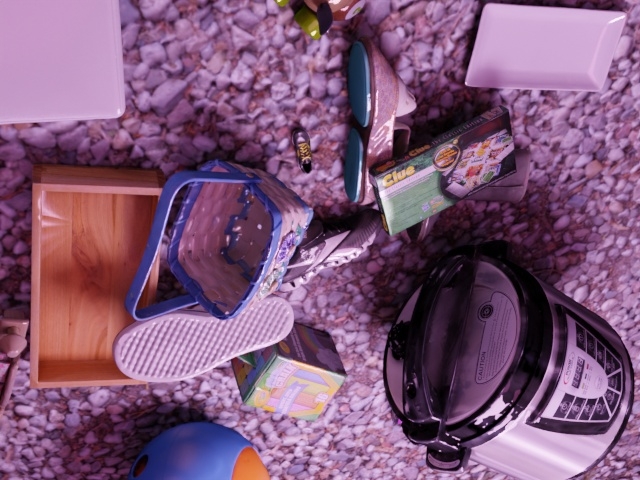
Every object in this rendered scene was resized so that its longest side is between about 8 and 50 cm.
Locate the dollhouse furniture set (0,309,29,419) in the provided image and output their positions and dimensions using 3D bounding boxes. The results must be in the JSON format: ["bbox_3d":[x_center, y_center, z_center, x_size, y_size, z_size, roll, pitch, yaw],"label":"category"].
[{"bbox_3d":[-0.645,0.231,1.346,0.303,0.174,0.356,9,129,-25],"label":"dollhouse furniture set"}]

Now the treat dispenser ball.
[{"bbox_3d":[-0.236,0.498,1.627,0.288,0.288,0.288,-9,125,-12],"label":"treat dispenser ball"}]

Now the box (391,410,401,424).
[{"bbox_3d":[0.238,0.343,1.825,0.162,0.029,0.116,-8,137,-12],"label":"box"}]

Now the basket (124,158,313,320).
[{"bbox_3d":[-0.161,-0.004,1.328,0.288,0.201,0.255,-8,132,-47],"label":"basket"}]

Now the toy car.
[{"bbox_3d":[0.022,-0.355,1.187,0.155,0.188,0.149,-43,125,13],"label":"toy car"}]

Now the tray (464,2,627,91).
[{"bbox_3d":[0.376,-0.327,1.420,0.270,0.030,0.145,-1,124,-17],"label":"tray"}]

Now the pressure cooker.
[{"bbox_3d":[0.318,0.233,1.550,0.420,0.370,0.375,29,113,-31],"label":"pressure cooker"}]

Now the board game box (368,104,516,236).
[{"bbox_3d":[0.212,-0.117,1.425,0.259,0.030,0.136,-26,133,-10],"label":"board game box"}]

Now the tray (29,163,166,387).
[{"bbox_3d":[-0.382,0.069,1.421,0.202,0.076,0.411,1,122,-18],"label":"tray"}]

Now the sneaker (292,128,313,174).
[{"bbox_3d":[-0.025,-0.148,1.409,0.031,0.035,0.083,-18,127,-7],"label":"sneaker"}]

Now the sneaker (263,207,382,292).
[{"bbox_3d":[0.000,0.000,1.493,0.234,0.078,0.106,-30,130,6],"label":"sneaker"}]

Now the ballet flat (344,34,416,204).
[{"bbox_3d":[0.099,-0.199,1.381,0.106,0.108,0.316,-12,136,-15],"label":"ballet flat"}]

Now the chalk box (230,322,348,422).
[{"bbox_3d":[-0.082,0.236,1.596,0.213,0.132,0.132,21,115,-28],"label":"chalk box"}]

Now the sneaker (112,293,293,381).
[{"bbox_3d":[-0.215,0.159,1.468,0.321,0.127,0.126,-10,104,-28],"label":"sneaker"}]

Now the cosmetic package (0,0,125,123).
[{"bbox_3d":[-0.405,-0.372,0.948,0.327,0.329,0.394,-6,124,-15],"label":"cosmetic package"}]

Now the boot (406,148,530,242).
[{"bbox_3d":[0.269,-0.082,1.536,0.208,0.076,0.190,-3,125,-24],"label":"boot"}]
